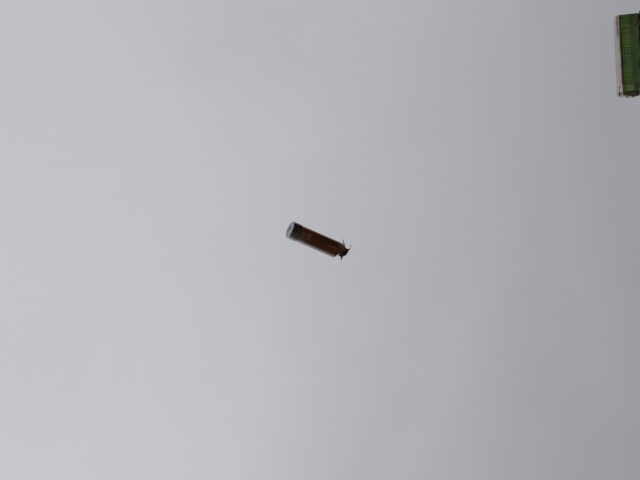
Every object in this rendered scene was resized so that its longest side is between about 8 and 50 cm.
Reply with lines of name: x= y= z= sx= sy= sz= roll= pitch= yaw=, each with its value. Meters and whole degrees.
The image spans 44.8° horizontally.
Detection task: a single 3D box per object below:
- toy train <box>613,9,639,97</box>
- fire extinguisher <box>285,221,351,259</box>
toy train: x=0.532 y=-0.314 z=1.307 sx=0.038 sy=0.071 sz=0.148 roll=-11 pitch=-82 yaw=-69
fire extinguisher: x=0.000 y=0.000 z=0.931 sx=0.083 sy=0.022 sz=0.028 roll=23 pitch=-119 yaw=-19
